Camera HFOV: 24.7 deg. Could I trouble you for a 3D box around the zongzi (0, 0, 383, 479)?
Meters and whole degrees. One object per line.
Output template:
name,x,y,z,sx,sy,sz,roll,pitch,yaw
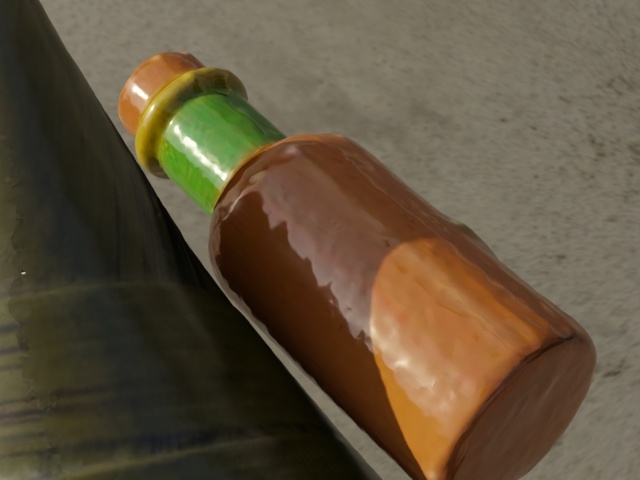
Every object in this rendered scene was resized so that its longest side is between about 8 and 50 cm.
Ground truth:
zongzi,-0.009,0.079,0.423,0.286,0.138,0.300,13,105,12

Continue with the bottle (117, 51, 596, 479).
bottle,0.000,0.000,0.462,0.187,0.069,0.069,43,104,30
